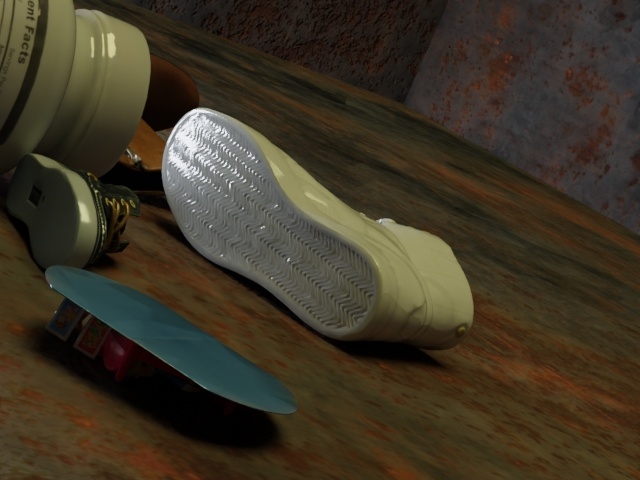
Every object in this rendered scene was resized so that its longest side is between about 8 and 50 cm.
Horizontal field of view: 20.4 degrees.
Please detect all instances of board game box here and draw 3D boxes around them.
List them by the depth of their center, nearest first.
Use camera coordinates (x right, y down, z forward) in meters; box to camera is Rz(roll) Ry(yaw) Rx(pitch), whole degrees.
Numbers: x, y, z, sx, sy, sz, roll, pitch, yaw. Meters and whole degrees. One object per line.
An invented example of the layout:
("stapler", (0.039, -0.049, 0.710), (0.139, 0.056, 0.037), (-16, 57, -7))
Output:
("board game box", (-0.093, 0.071, 1.047), (0.168, 0.033, 0.133), (32, 6, 17))

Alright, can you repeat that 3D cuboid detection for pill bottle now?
("pill bottle", (-0.293, -0.147, 1.319), (0.318, 0.176, 0.176), (17, 11, -34))

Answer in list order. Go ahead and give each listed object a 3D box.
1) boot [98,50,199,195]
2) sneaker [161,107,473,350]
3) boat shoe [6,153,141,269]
("boot", (-0.175, -0.115, 1.678), (0.264, 0.096, 0.280), (16, 13, -39))
("sneaker", (0.000, 0.000, 1.473), (0.169, 0.108, 0.292), (15, 22, -49))
("boat shoe", (-0.160, -0.016, 1.250), (0.083, 0.065, 0.183), (18, 10, -25))
